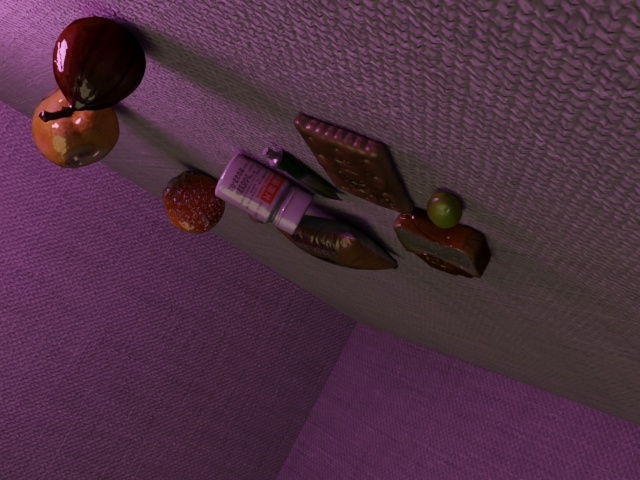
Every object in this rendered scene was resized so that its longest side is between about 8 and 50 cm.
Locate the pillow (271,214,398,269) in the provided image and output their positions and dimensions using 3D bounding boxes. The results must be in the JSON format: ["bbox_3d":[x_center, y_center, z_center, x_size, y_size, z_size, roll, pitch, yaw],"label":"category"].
[{"bbox_3d":[0.042,0.007,2.177,0.310,0.119,0.312,17,172,33],"label":"pillow"}]

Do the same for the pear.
[{"bbox_3d":[-0.744,-0.345,2.195,0.271,0.271,0.271,27,170,5],"label":"pear"}]

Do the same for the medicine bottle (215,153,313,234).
[{"bbox_3d":[-0.156,-0.126,2.012,0.252,0.144,0.144,32,170,-2],"label":"medicine bottle"}]

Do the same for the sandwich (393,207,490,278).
[{"bbox_3d":[0.284,0.003,1.689,0.215,0.065,0.186,23,169,24],"label":"sandwich"}]

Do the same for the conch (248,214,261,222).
[{"bbox_3d":[-0.175,-0.106,2.295,0.116,0.106,0.173,-4,170,36],"label":"conch"}]

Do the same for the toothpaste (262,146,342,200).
[{"bbox_3d":[-0.047,-0.164,1.818,0.248,0.047,0.078,32,174,-34],"label":"toothpaste"}]

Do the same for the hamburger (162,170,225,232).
[{"bbox_3d":[-0.450,-0.135,2.570,0.237,0.236,0.147,27,-174,7],"label":"hamburger"}]

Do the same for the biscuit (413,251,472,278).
[{"bbox_3d":[0.332,0.044,1.856,0.182,0.034,0.215,34,166,-35],"label":"biscuit"}]

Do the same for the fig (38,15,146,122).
[{"bbox_3d":[-0.483,-0.339,1.518,0.186,0.249,0.204,23,177,-42],"label":"fig"}]

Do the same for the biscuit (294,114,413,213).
[{"bbox_3d":[0.076,-0.152,1.544,0.217,0.044,0.325,23,168,23],"label":"biscuit"}]

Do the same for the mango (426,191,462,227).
[{"bbox_3d":[0.253,-0.064,1.475,0.073,0.056,0.108,22,157,12],"label":"mango"}]
